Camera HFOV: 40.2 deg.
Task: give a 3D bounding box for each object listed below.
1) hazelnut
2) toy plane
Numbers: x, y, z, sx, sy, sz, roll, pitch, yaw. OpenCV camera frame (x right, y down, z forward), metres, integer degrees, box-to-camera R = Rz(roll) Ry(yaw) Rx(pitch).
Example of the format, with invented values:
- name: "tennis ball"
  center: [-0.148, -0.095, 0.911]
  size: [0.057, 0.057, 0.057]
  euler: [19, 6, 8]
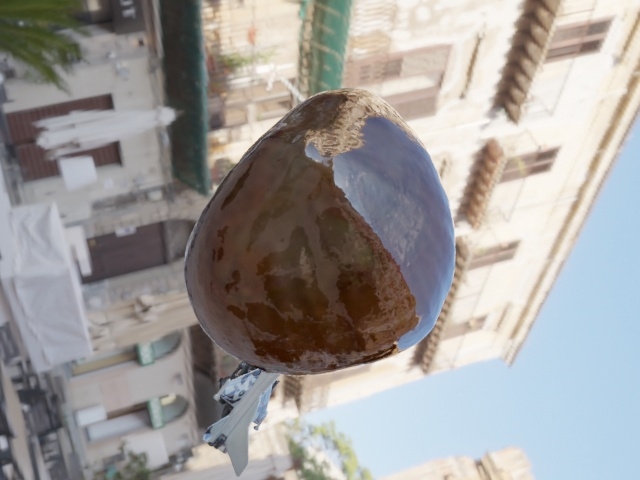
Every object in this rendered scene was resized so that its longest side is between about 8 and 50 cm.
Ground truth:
- name: "hazelnut"
  center: [0.007, 0.005, 0.625]
  size: [0.186, 0.210, 0.210]
  euler: [50, -12, -10]
- name: "toy plane"
  center: [-0.083, 0.180, 1.123]
  size: [0.082, 0.234, 0.160]
  euler: [18, -19, 24]
